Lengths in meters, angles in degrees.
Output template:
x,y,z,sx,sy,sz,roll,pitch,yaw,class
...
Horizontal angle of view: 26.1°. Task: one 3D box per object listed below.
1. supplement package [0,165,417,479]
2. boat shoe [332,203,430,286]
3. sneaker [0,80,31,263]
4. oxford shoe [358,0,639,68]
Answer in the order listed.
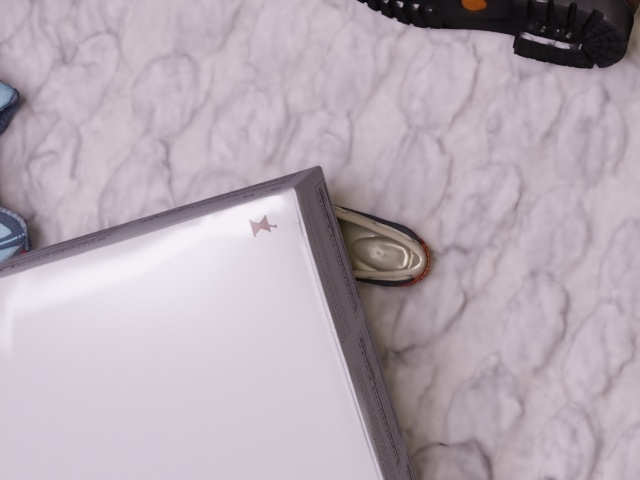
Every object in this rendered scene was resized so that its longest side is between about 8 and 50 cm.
x,y,z,sx,sy,sz,roll,pitch,yaw,class
-0.064,0.115,0.763,0.204,0.145,0.262,-16,95,7,supplement package
0.000,0.000,0.839,0.137,0.043,0.049,14,90,8,boat shoe
-0.253,-0.087,0.857,0.125,0.104,0.262,-19,89,-13,sneaker
0.084,-0.179,0.831,0.227,0.083,0.096,19,70,6,oxford shoe
